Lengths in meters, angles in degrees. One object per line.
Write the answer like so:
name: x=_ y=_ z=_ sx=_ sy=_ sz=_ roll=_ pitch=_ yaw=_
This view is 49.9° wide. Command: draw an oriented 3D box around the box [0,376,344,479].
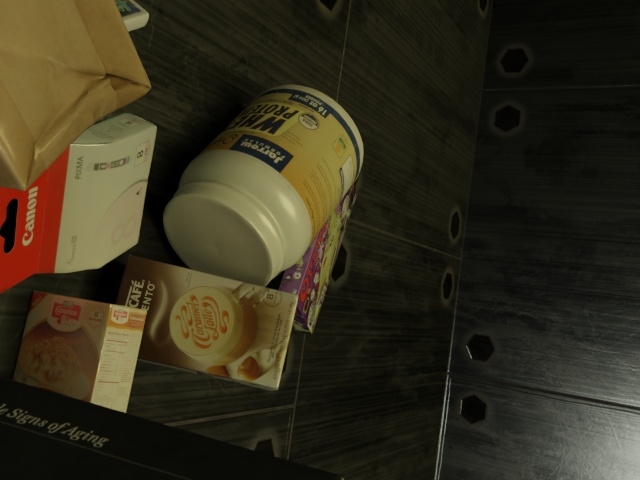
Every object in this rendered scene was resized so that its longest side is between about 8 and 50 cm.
box: x=-0.277 y=0.356 z=0.461 sx=0.471 sy=0.481 sz=0.297 roll=-56 pitch=155 yaw=-57

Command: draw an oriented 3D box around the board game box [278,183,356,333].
board game box: x=0.000 y=0.000 z=1.425 sx=0.208 sy=0.056 sz=0.346 roll=64 pitch=40 yaw=-61

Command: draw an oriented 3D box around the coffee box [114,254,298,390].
coffee box: x=-0.171 y=0.123 z=0.996 sx=0.098 sy=0.247 sz=0.141 roll=132 pitch=-30 yaw=-74

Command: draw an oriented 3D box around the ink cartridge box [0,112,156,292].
ink cartridge box: x=-0.297 y=-0.040 z=0.847 sx=0.232 sy=0.066 sz=0.189 roll=-56 pitch=166 yaw=-61

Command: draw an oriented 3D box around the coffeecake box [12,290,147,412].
coffeecake box: x=-0.311 y=0.166 z=0.866 sx=0.068 sy=0.143 sz=0.185 roll=25 pitch=73 yaw=-59

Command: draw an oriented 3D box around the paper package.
paper package: x=-0.352 y=-0.211 z=0.553 sx=0.168 sy=0.325 sz=0.309 roll=-56 pitch=141 yaw=-39

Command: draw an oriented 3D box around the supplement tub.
supplement tub: x=-0.088 y=-0.088 z=1.127 sx=0.316 sy=0.229 sz=0.228 roll=-56 pitch=140 yaw=-41

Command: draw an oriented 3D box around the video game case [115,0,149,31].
video game case: x=-0.324 y=-0.280 z=0.765 sx=0.201 sy=0.183 sz=0.023 roll=-44 pitch=173 yaw=-49
